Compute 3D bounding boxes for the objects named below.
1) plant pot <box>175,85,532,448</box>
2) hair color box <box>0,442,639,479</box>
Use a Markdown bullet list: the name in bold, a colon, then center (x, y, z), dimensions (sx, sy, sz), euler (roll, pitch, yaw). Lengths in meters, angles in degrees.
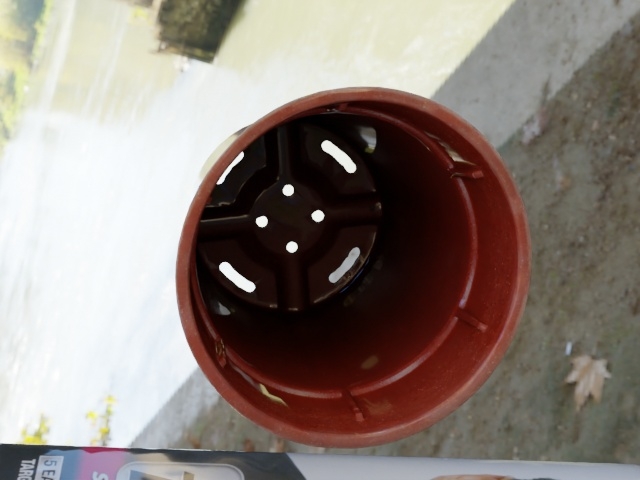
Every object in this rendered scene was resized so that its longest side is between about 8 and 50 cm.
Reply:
- **plant pot**: center (0.000, 0.000, 0.819), dimensions (0.265, 0.272, 0.272), euler (-141, 66, -73)
- **hair color box**: center (0.005, 0.216, 0.499), dimensions (0.185, 0.374, 0.114), euler (-96, 12, -52)
